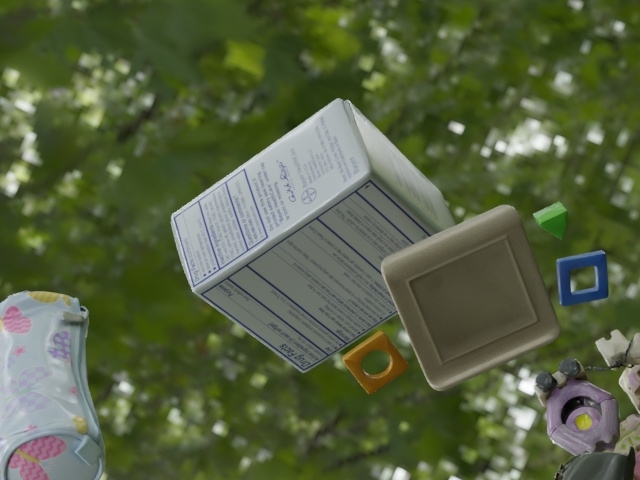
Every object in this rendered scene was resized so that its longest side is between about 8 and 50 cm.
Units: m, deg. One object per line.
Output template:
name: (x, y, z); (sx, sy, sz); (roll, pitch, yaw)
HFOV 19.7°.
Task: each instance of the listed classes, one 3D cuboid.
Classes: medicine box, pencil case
medicine box: (0.000, 0.000, 2.426); (0.289, 0.149, 0.263); (-33, -42, 15)
pencil case: (-0.307, 0.173, 2.069); (0.273, 0.124, 0.113); (-106, -1, -53)

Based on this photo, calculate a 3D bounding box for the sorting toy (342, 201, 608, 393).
sorting toy: (0.182, 0.068, 2.274); (0.347, 0.047, 0.196); (-24, -65, -1)

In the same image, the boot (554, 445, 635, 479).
boot: (0.199, 0.262, 1.693); (0.077, 0.197, 0.137); (55, -142, -48)

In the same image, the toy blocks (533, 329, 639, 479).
toy blocks: (0.436, 0.244, 2.066); (0.288, 0.260, 0.309); (-30, -29, 3)
